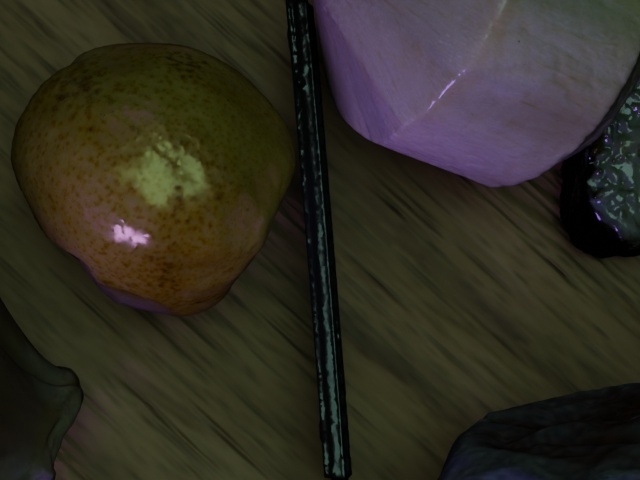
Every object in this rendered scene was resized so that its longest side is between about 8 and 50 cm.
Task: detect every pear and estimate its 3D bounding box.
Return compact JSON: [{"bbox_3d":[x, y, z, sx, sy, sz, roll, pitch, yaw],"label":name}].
[{"bbox_3d":[-0.106,-0.040,1.186,0.178,0.178,0.178,1,80,-7],"label":"pear"}]

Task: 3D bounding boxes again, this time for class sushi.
[{"bbox_3d":[0.211,-0.062,1.274,0.090,0.078,0.150,17,78,-10],"label":"sushi"}]

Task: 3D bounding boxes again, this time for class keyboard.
[{"bbox_3d":[0.000,0.000,1.227,0.018,0.101,0.310,-5,80,2],"label":"keyboard"}]

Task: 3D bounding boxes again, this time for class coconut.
[{"bbox_3d":[0.090,-0.146,1.195,0.222,0.202,0.202,23,77,-31],"label":"coconut"}]

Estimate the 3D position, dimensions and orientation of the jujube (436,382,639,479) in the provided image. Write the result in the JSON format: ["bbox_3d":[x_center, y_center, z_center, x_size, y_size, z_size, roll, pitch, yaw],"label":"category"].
[{"bbox_3d":[0.188,0.201,1.124,0.246,0.308,0.215,-26,107,-43],"label":"jujube"}]

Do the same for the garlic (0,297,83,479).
[{"bbox_3d":[-0.295,0.021,1.106,0.246,0.231,0.340,-17,100,0],"label":"garlic"}]
